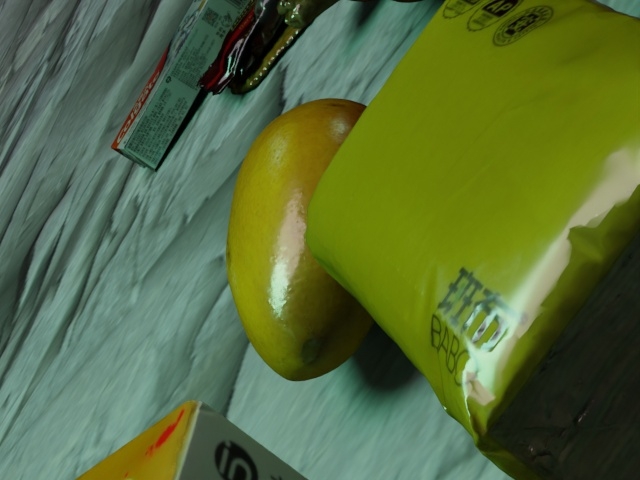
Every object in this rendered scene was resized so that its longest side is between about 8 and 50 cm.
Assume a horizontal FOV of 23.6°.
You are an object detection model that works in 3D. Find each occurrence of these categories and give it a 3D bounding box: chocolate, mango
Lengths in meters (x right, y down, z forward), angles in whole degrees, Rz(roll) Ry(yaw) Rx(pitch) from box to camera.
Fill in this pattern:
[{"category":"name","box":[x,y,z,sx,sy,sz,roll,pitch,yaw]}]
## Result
[{"category":"chocolate","box":[-0.052,-0.209,1.389,0.182,0.028,0.086,-55,22,2]},{"category":"mango","box":[0.000,0.000,0.918,0.219,0.112,0.145,-87,17,-56]}]

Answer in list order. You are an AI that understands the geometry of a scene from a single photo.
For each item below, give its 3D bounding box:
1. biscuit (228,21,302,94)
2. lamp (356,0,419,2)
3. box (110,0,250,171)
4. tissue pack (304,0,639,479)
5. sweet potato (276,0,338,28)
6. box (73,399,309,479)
[{"category":"biscuit","box":[-0.020,-0.255,1.442,0.232,0.013,0.237,-48,25,13]},{"category":"lamp","box":[0.043,-0.278,1.102,0.223,0.223,0.196,-65,3,-24]},{"category":"box","box":[-0.128,-0.172,1.470,0.218,0.039,0.055,-61,23,-5]},{"category":"tissue pack","box":[0.112,-0.009,0.708,0.192,0.134,0.271,-53,23,4]},{"category":"sweet potato","box":[0.044,-0.315,1.267,0.131,0.131,0.337,-21,40,51]},{"category":"box","box":[-0.060,0.205,0.630,0.274,0.221,0.091,-33,27,35]}]
